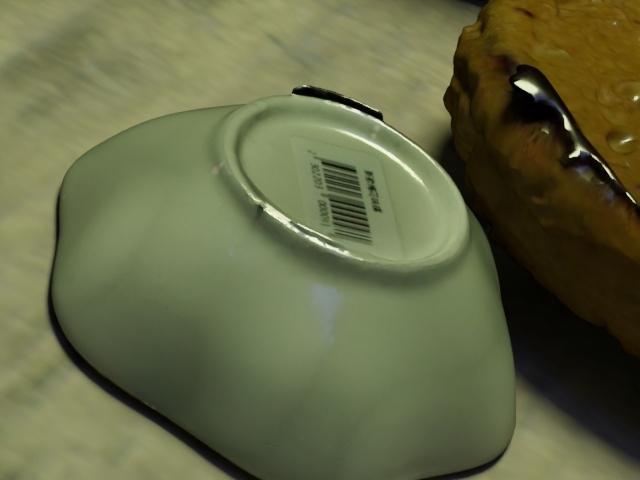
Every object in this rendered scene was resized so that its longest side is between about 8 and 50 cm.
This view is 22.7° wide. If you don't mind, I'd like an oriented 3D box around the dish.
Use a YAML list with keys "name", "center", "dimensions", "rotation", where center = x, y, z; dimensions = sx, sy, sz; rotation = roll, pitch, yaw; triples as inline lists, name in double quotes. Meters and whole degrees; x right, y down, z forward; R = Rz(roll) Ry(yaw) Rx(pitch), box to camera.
- name: "dish"
  center: [0.000, 0.000, 0.566]
  dimensions: [0.190, 0.066, 0.191]
  rotation: [17, 35, -13]

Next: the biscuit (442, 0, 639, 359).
- name: "biscuit"
  center: [0.184, -0.011, 0.691]
  dimensions: [0.296, 0.075, 0.296]
  rotation: [22, 33, -15]
